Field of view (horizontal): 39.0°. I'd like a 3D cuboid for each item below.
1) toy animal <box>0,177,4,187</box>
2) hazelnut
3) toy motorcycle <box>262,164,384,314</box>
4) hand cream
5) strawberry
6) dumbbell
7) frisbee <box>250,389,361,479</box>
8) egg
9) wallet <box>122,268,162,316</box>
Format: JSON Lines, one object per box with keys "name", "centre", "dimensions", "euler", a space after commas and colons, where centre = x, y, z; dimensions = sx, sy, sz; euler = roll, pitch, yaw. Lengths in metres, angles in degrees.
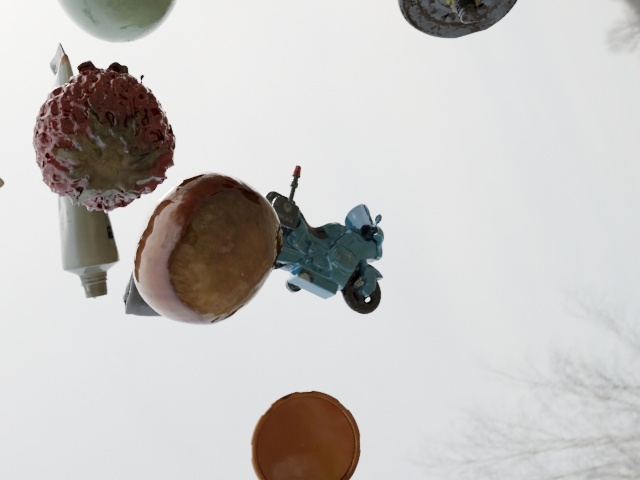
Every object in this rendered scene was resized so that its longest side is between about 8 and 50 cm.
{"name": "toy animal", "centre": [-0.756, -0.148, 1.805], "dimensions": [0.138, 0.140, 0.282], "euler": [-50, -52, -24]}
{"name": "hazelnut", "centre": [-0.157, 0.007, 1.191], "dimensions": [0.214, 0.214, 0.176], "euler": [-88, -25, -43]}
{"name": "toy motorcycle", "centre": [0.000, 0.000, 1.495], "dimensions": [0.272, 0.123, 0.182], "euler": [26, -119, -22]}
{"name": "hand cream", "centre": [-0.335, -0.089, 1.233], "dimensions": [0.077, 0.124, 0.341], "euler": [-11, -90, -22]}
{"name": "strawberry", "centre": [-0.208, -0.095, 0.880], "dimensions": [0.145, 0.145, 0.086], "euler": [52, -172, -30]}
{"name": "dumbbell", "centre": [0.180, -0.455, 1.326], "dimensions": [0.185, 0.185, 0.388], "euler": [40, -145, -46]}
{"name": "frisbee", "centre": [-0.026, 0.348, 1.529], "dimensions": [0.192, 0.192, 0.035], "euler": [66, 167, -4]}
{"name": "egg", "centre": [-0.429, -0.574, 1.880], "dimensions": [0.276, 0.276, 0.389], "euler": [38, -153, -47]}
{"name": "wallet", "centre": [-0.292, 0.103, 1.949], "dimensions": [0.245, 0.169, 0.052], "euler": [7, -139, -22]}
